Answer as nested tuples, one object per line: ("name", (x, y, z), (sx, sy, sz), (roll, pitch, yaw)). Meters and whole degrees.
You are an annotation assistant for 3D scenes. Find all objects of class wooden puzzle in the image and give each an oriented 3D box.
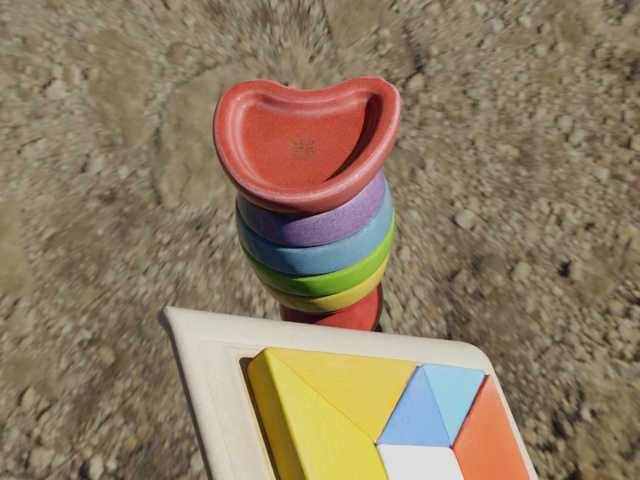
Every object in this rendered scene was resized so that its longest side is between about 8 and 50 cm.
("wooden puzzle", (0.043, 0.129, 0.690), (0.221, 0.238, 0.044), (9, 134, -38))

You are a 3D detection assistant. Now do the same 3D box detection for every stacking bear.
("stacking bear", (0.000, 0.000, 1.371), (0.175, 0.164, 0.289), (0, 139, 9))
